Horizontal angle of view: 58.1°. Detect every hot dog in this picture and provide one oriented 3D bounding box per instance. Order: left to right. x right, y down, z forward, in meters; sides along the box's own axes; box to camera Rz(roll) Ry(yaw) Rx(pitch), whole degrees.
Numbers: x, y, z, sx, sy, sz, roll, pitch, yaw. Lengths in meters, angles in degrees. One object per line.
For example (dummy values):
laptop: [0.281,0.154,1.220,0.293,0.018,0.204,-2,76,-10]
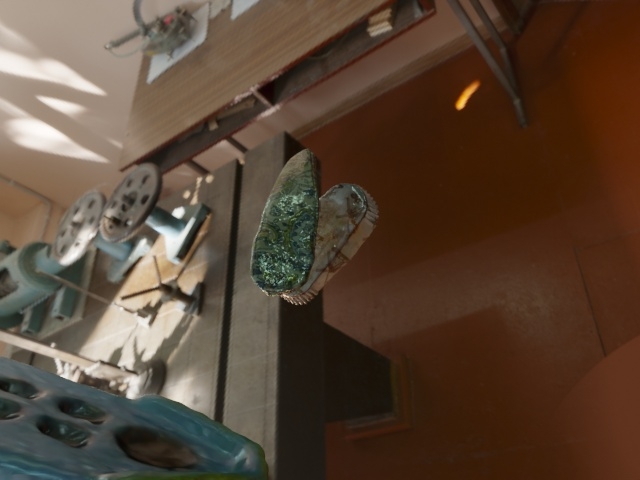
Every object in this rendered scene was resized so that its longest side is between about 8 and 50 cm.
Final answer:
hot dog: [0.000,0.000,1.122,0.144,0.075,0.268,42,91,24]

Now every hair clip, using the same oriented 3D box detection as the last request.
hair clip: [-0.031,-0.036,0.628,0.065,0.036,0.229,-1,45,10]

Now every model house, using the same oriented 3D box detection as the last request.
model house: [-0.188,0.247,0.432,0.215,0.303,0.237,-172,100,-78]
